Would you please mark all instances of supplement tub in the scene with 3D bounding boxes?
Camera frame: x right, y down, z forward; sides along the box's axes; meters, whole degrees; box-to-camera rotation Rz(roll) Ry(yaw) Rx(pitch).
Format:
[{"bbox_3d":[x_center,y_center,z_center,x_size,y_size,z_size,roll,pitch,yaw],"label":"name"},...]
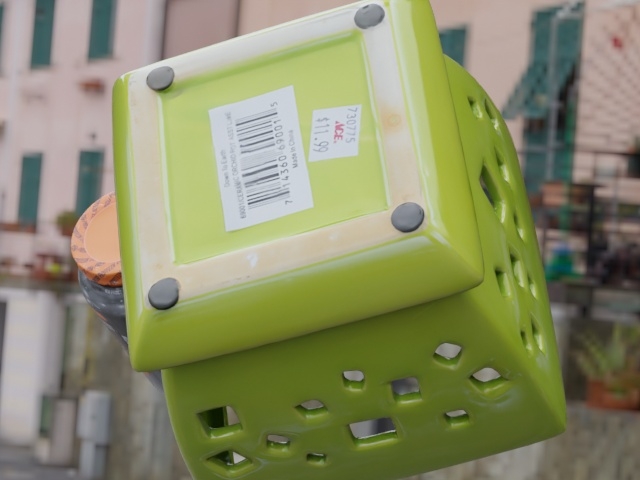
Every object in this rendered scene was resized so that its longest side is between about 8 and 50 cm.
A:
[{"bbox_3d":[-0.132,0.045,1.549,0.117,0.117,0.190,3,-35,27],"label":"supplement tub"}]

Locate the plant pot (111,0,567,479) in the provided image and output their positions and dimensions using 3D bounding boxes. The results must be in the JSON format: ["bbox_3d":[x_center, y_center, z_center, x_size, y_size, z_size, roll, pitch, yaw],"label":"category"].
[{"bbox_3d":[0.000,0.000,1.039,0.227,0.228,0.207,-15,-33,11],"label":"plant pot"}]
